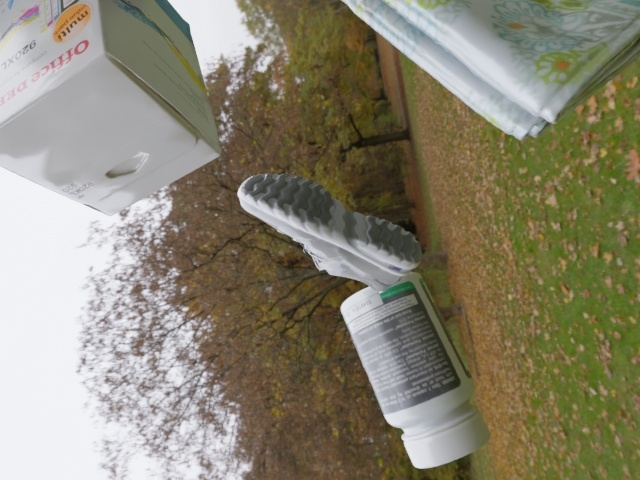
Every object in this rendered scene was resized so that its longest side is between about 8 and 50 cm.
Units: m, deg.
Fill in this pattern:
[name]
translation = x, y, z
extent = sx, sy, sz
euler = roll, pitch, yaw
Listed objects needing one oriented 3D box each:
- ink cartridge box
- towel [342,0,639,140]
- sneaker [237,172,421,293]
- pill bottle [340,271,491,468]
[ink cartridge box]
translation = -0.245, -0.183, 0.462
extent = 0.168, 0.171, 0.233
euler = 40, -153, -61
[towel]
translation = 0.227, -0.320, 0.512
extent = 0.374, 0.320, 0.090
euler = 48, 159, 19
[sneaker]
translation = 0.000, 0.000, 0.609
extent = 0.115, 0.281, 0.105
euler = -63, -1, 38
[pill bottle]
translation = 0.201, 0.269, 0.896
extent = 0.362, 0.204, 0.204
euler = 67, -173, 19
